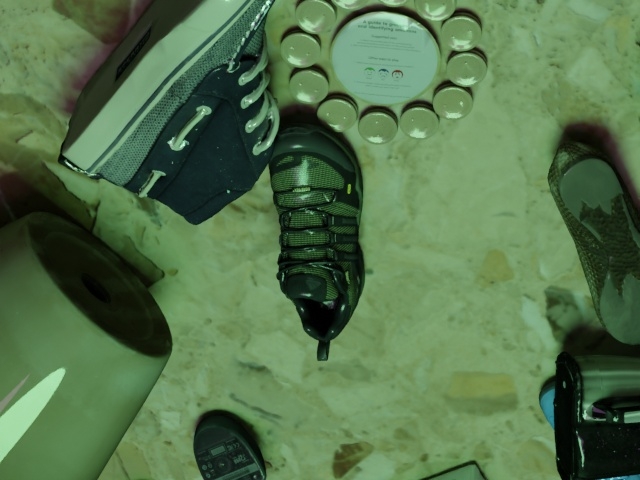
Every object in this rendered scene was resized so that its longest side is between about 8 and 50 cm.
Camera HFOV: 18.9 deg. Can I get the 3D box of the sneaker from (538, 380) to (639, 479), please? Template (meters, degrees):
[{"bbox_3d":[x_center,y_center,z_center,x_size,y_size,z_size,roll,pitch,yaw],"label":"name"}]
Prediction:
[{"bbox_3d":[0.297,0.222,1.937,0.069,0.082,0.209,-31,117,29],"label":"sneaker"}]

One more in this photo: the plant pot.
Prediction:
[{"bbox_3d":[-0.303,0.131,1.815,0.323,0.323,0.280,39,106,-23],"label":"plant pot"}]

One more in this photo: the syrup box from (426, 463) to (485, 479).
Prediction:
[{"bbox_3d":[0.078,0.331,2.034,0.237,0.096,0.093,-22,121,24],"label":"syrup box"}]

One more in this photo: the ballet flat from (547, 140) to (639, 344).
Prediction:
[{"bbox_3d":[0.268,0.001,1.789,0.084,0.058,0.250,-31,128,1],"label":"ballet flat"}]

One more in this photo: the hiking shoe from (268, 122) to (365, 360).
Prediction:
[{"bbox_3d":[0.000,0.000,1.771,0.086,0.114,0.227,-7,127,10],"label":"hiking shoe"}]

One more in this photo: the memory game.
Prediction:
[{"bbox_3d":[0.056,-0.162,1.703,0.186,0.012,0.186,3,128,4],"label":"memory game"}]

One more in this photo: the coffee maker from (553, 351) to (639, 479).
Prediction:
[{"bbox_3d":[0.321,0.184,1.866,0.178,0.120,0.171,-2,125,-4],"label":"coffee maker"}]

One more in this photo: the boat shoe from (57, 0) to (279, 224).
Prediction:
[{"bbox_3d":[-0.080,-0.149,1.669,0.158,0.127,0.340,29,134,-21],"label":"boat shoe"}]

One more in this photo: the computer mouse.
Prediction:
[{"bbox_3d":[-0.063,0.290,2.001,0.071,0.041,0.242,-22,95,22],"label":"computer mouse"}]
